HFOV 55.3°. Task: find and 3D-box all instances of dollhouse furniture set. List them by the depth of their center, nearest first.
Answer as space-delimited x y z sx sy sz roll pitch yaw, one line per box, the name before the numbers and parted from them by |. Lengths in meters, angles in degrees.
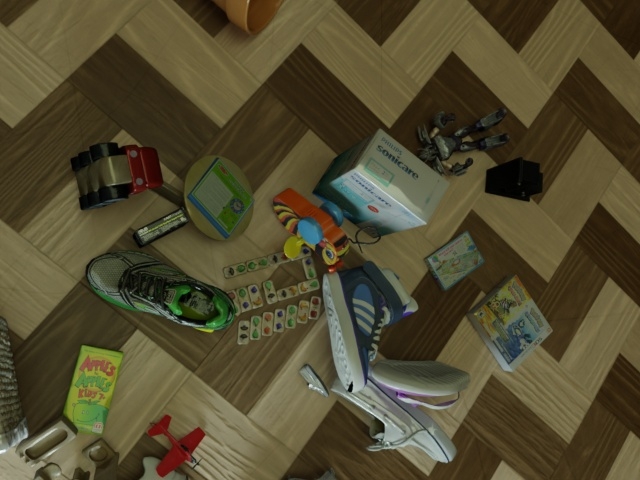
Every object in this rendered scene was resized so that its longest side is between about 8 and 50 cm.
dollhouse furniture set | -0.523 0.463 1.248 0.144 0.123 0.151 -34 111 -3

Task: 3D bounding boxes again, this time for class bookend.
bookend | 0.580 -0.171 1.737 0.157 0.156 0.072 9 80 -20

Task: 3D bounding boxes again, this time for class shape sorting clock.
shape sorting clock | -0.241 -0.101 1.458 0.206 0.040 0.206 6 81 -44

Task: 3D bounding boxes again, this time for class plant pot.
plant pot | -0.192 -0.676 1.469 0.203 0.291 0.291 28 74 3

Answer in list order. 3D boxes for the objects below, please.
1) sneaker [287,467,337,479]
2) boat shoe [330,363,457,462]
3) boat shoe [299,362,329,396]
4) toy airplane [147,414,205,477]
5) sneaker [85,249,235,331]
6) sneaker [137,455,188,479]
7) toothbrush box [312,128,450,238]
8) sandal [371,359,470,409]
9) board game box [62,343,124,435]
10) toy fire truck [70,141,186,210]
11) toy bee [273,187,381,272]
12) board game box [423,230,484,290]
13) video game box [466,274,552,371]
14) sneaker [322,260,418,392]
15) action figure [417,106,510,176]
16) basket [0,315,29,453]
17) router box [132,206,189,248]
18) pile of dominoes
sneaker | -0.079 0.623 1.449 0.281 0.105 0.115 -7 52 -17
boat shoe | 0.169 0.462 1.521 0.367 0.136 0.156 43 71 -7
boat shoe | -0.017 0.355 1.523 0.035 0.035 0.100 -35 101 7
toy airplane | -0.326 0.453 1.373 0.151 0.028 0.151 18 40 -16
sneaker | -0.351 0.105 1.358 0.343 0.146 0.134 18 79 -6
sneaker | -0.424 0.603 1.317 0.129 0.111 0.297 41 65 1
toothbrush box | 0.138 -0.128 1.496 0.216 0.295 0.126 36 73 -13
sandal | 0.259 0.358 1.470 0.416 0.169 0.102 15 90 -54
board game box | -0.502 0.326 1.340 0.092 0.043 0.181 15 79 -17
toy fire truck | -0.396 -0.131 1.359 0.246 0.217 0.158 -14 94 -37
toy bee | 0.000 0.000 1.486 0.195 0.298 0.162 -19 133 -19
board game box | 0.374 0.056 1.702 0.154 0.026 0.103 -32 95 -20
video game box | 0.539 0.233 1.731 0.187 0.048 0.205 -38 97 -22
sneaker | 0.145 0.203 1.500 0.236 0.130 0.323 -3 55 -14
action figure | 0.393 -0.282 1.715 0.285 0.099 0.185 -21 96 -18
basket | -0.738 0.279 1.117 0.328 0.331 0.266 -7 80 -21
router box | -0.368 -0.028 1.407 0.122 0.092 0.038 -30 94 -20
pile of dominoes | -0.112 0.132 1.509 0.251 0.040 0.196 -15 89 -21
